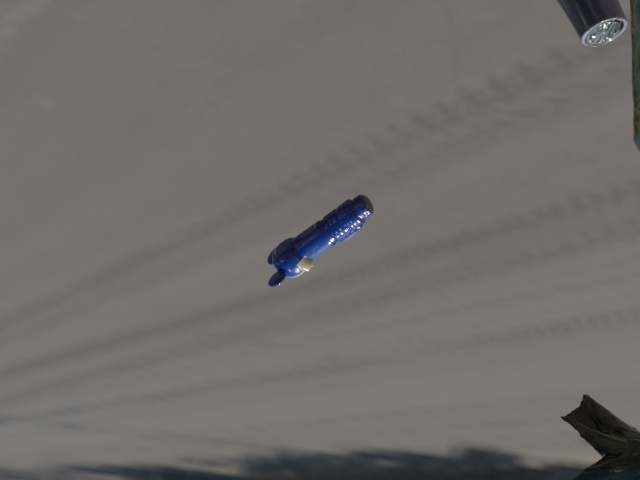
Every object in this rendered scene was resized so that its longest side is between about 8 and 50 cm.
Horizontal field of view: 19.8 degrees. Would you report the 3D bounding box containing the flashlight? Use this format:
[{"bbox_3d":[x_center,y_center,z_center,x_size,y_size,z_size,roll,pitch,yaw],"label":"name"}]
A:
[{"bbox_3d":[0.000,0.000,1.699,0.121,0.057,0.035,-35,119,20],"label":"flashlight"}]

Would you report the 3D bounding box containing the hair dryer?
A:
[{"bbox_3d":[0.240,-0.409,2.226,0.121,0.301,0.361,-31,153,21],"label":"hair dryer"}]

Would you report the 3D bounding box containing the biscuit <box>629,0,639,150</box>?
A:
[{"bbox_3d":[0.223,-0.085,0.858,0.016,0.139,0.231,-16,-158,-29],"label":"biscuit"}]

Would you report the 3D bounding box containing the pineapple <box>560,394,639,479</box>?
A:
[{"bbox_3d":[0.239,0.104,0.967,0.130,0.119,0.277,-20,172,-37],"label":"pineapple"}]
